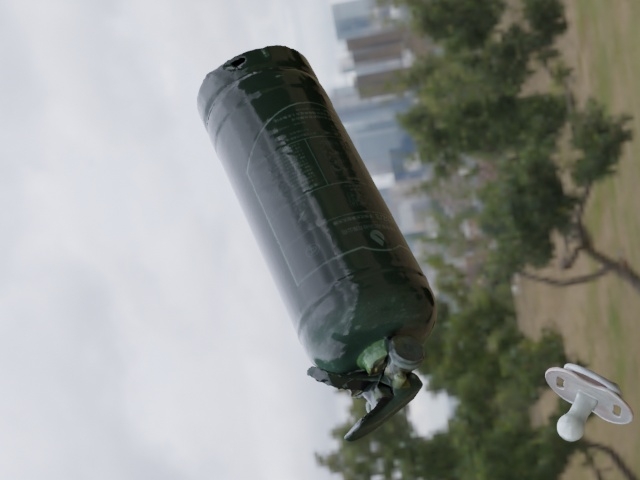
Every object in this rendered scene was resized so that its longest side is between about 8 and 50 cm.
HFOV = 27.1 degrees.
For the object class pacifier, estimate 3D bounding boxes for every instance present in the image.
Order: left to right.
[{"bbox_3d":[0.267,0.169,1.357,0.078,0.099,0.081,-54,-25,-20],"label":"pacifier"}]

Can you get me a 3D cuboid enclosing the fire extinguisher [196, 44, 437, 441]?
[{"bbox_3d":[0.000,0.000,0.915,0.095,0.114,0.311,-58,47,38],"label":"fire extinguisher"}]
